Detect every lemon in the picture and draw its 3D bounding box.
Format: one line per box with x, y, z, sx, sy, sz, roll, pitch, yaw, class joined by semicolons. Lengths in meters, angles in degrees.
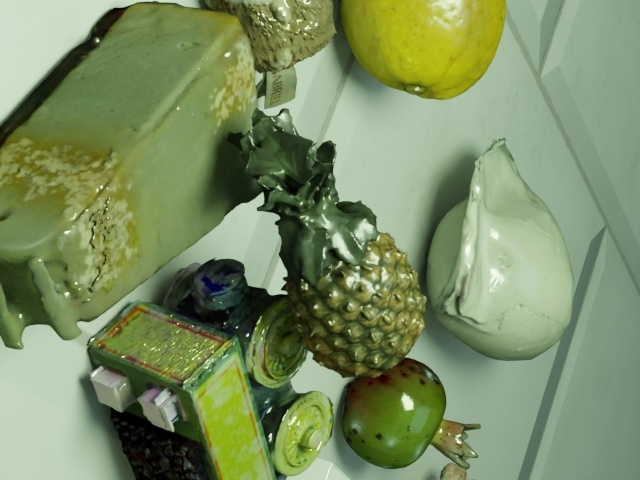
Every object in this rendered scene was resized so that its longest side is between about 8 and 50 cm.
0.103;-0.245;1.324;0.170;0.170;0.207;-10;103;-60;lemon

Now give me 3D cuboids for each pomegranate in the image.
0.103;0.194;1.496;0.129;0.159;0.129;0;90;-87;pomegranate

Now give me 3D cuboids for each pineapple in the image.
0.000;0.000;1.022;0.125;0.125;0.251;-62;144;-28;pineapple

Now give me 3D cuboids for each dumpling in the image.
0.233;0.015;1.656;0.341;0.181;0.260;20;72;-40;dumpling

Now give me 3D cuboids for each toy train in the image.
-0.090;0.141;1.151;0.177;0.134;0.261;-44;136;-35;toy train

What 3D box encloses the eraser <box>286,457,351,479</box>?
0.019;0.316;1.463;0.298;0.078;0.076;52;55;-55;eraser

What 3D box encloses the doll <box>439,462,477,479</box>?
0.217;0.419;1.797;0.303;0.156;0.201;39;60;-64;doll

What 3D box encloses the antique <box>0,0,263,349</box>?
-0.160;-0.042;0.954;0.284;0.125;0.150;-50;140;-42;antique

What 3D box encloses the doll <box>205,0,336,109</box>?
-0.042;-0.203;1.131;0.115;0.105;0.221;-57;144;-37;doll
